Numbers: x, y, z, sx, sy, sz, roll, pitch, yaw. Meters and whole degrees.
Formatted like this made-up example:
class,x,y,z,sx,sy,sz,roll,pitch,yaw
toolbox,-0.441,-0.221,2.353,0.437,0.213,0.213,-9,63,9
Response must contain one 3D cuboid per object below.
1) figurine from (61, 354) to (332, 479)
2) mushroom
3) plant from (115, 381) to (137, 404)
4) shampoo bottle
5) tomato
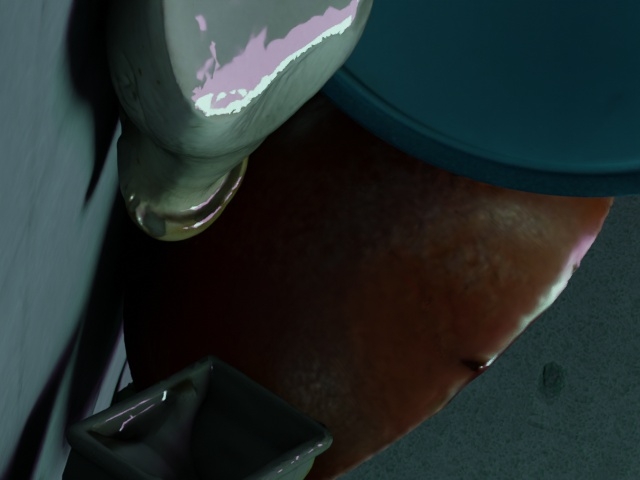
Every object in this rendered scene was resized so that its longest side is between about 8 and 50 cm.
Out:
class,x,y,z,sx,sy,sz,roll,pitch,yaw
figurine,-0.083,0.225,0.809,0.342,0.167,0.285,-81,-169,-67
mushroom,-0.043,-0.076,0.680,0.116,0.093,0.225,-59,-174,-16
plant,-0.114,0.103,1.198,0.051,0.051,0.102,107,-7,-69
shampoo bottle,0.133,-0.245,0.848,0.342,0.331,0.331,-77,-177,-58
tomato,-0.003,-0.012,0.967,0.338,0.143,0.338,-39,-162,15
